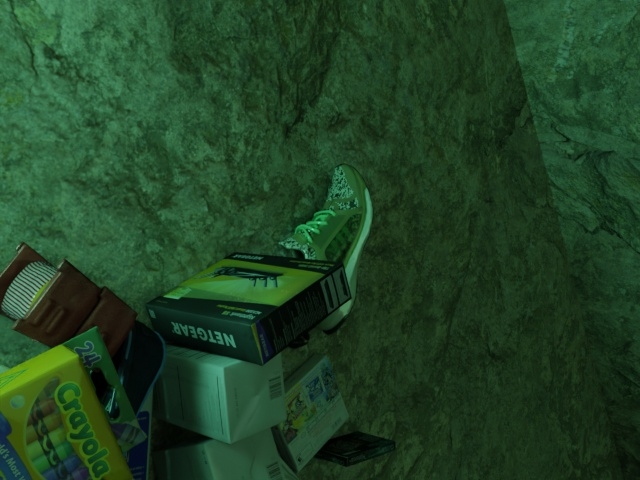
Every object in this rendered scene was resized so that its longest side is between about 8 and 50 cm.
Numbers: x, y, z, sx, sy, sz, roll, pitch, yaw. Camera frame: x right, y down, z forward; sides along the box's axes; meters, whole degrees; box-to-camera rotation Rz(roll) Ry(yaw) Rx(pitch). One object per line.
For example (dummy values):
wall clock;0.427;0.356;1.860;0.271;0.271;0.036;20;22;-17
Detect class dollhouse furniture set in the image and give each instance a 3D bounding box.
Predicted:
dollhouse furniture set;-0.463;0.204;0.948;0.152;0.201;0.374;46;65;-37

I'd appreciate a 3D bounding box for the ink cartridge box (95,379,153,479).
ink cartridge box;-0.386;0.417;1.117;0.176;0.069;0.370;5;84;-47

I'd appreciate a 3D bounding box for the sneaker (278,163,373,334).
sneaker;0.000;0.000;1.487;0.182;0.158;0.410;18;71;-28

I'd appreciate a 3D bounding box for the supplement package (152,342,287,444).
supplement package;-0.196;0.264;1.187;0.134;0.244;0.139;-10;98;-46

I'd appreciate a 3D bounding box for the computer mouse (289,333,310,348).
computer mouse;-0.104;0.239;1.435;0.242;0.041;0.071;-11;98;-47

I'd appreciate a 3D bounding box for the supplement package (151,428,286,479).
supplement package;-0.181;0.455;1.196;0.149;0.203;0.194;-9;79;-44

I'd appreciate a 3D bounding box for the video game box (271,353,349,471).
video game box;-0.032;0.399;1.508;0.205;0.048;0.187;-36;118;-41

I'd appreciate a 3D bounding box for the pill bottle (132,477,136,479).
pill bottle;-0.357;0.471;1.031;0.184;0.103;0.103;-47;122;-36

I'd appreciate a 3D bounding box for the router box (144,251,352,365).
router box;-0.137;0.113;1.204;0.243;0.309;0.081;-33;116;-42

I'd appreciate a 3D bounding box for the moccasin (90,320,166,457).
moccasin;-0.368;0.277;1.012;0.117;0.138;0.342;59;37;-46

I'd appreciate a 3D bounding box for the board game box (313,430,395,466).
board game box;0.078;0.506;1.569;0.186;0.126;0.026;2;89;-46

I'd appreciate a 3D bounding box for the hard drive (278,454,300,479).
hard drive;-0.104;0.643;1.422;0.237;0.064;0.339;-52;126;-33

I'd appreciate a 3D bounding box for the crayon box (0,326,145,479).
crayon box;-0.389;0.277;0.832;0.323;0.083;0.203;-28;111;-33
